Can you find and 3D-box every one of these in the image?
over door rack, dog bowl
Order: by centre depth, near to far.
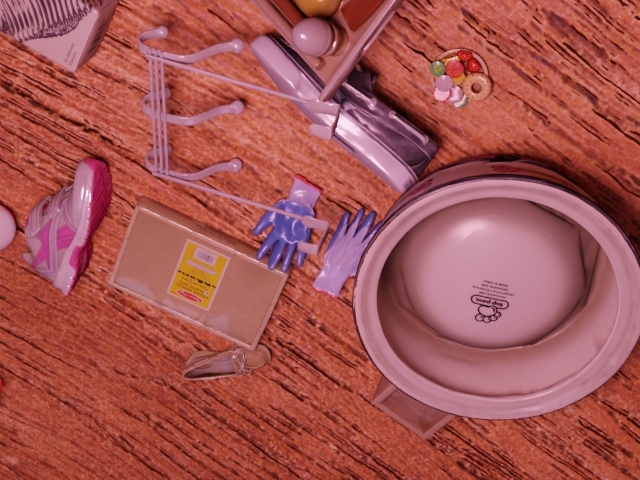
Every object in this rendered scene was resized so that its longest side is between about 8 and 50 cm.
[{"bbox_3d":[-0.107,-0.149,1.478,0.324,0.108,0.240,26,139,20],"label":"over door rack"},{"bbox_3d":[0.253,0.057,1.518,0.407,0.150,0.408,3,121,5],"label":"dog bowl"}]

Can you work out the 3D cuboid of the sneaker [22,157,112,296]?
[{"bbox_3d":[-0.409,-0.029,1.657,0.111,0.103,0.252,24,120,-3],"label":"sneaker"}]

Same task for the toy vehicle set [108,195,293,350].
[{"bbox_3d":[-0.196,0.055,1.694,0.266,0.035,0.166,25,120,-2],"label":"toy vehicle set"}]

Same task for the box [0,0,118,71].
[{"bbox_3d":[-0.435,-0.361,1.487,0.275,0.094,0.113,28,120,-4],"label":"box"}]

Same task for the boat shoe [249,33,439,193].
[{"bbox_3d":[0.036,-0.200,1.474,0.301,0.108,0.102,41,87,3],"label":"boat shoe"}]

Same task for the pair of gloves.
[{"bbox_3d":[0.000,0.000,1.613,0.198,0.023,0.159,28,109,-2],"label":"pair of gloves"}]

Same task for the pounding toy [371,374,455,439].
[{"bbox_3d":[0.183,0.229,1.684,0.130,0.100,0.141,35,130,-7],"label":"pounding toy"}]

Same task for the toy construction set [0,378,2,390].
[{"bbox_3d":[-0.726,0.219,1.833,0.327,0.151,0.215,1,94,3],"label":"toy construction set"}]

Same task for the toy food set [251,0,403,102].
[{"bbox_3d":[-0.022,-0.356,1.336,0.306,0.092,0.220,51,121,21],"label":"toy food set"}]

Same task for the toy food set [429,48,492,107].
[{"bbox_3d":[0.193,-0.226,1.465,0.082,0.020,0.083,-16,114,20],"label":"toy food set"}]

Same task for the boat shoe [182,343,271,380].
[{"bbox_3d":[-0.157,0.208,1.761,0.153,0.048,0.056,-6,117,15],"label":"boat shoe"}]

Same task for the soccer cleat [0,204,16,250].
[{"bbox_3d":[-0.663,-0.001,1.704,0.331,0.143,0.116,0,118,12],"label":"soccer cleat"}]
